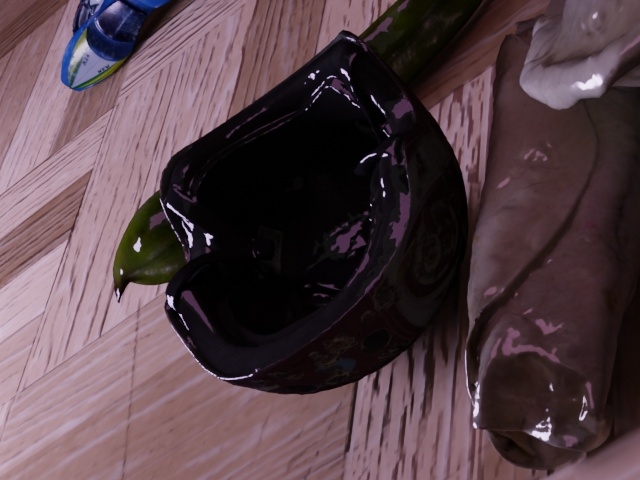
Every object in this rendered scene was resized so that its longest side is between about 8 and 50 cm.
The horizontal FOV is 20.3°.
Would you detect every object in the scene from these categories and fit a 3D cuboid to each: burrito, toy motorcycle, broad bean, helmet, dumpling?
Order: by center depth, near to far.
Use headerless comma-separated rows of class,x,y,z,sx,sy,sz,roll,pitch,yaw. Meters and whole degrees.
dumpling,0.157,-0.113,0.744,0.166,0.126,0.216,-18,39,53
burrito,0.105,-0.018,0.772,0.082,0.059,0.275,-12,39,26
helmet,0.009,0.001,0.857,0.153,0.107,0.177,-32,48,27
broad bean,-0.006,-0.075,1.057,0.318,0.056,0.098,-44,17,-4
toy motorcycle,-0.134,-0.226,1.460,0.254,0.092,0.135,-43,32,33
